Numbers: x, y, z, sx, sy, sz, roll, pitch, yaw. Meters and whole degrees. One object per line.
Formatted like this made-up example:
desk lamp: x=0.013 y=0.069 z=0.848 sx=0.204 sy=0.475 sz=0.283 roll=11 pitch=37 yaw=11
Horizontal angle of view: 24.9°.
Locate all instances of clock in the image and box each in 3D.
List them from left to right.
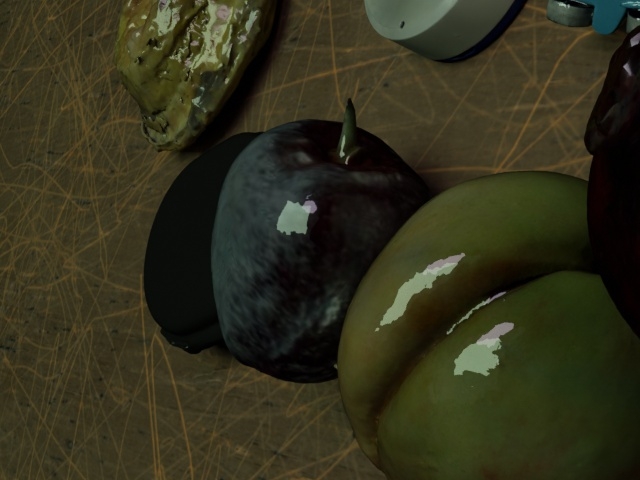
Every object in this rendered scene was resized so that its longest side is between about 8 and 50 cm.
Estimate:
clock: x=0.139 y=-0.307 z=1.535 sx=0.230 sy=0.083 sz=0.230 roll=-31 pitch=51 yaw=48

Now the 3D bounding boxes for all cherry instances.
cherry: x=0.000 y=0.000 z=1.452 sx=0.255 sy=0.218 sz=0.296 roll=45 pitch=118 yaw=50

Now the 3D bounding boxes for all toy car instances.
toy car: x=0.282 y=-0.249 z=1.287 sx=0.161 sy=0.098 sz=0.126 roll=20 pitch=121 yaw=32

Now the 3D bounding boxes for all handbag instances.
handbag: x=-0.108 y=0.005 z=1.744 sx=0.308 sy=0.093 sz=0.253 roll=-25 pitch=55 yaw=50

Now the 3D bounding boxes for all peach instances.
peach: x=0.154 y=0.096 z=1.139 sx=0.292 sy=0.247 sz=0.292 roll=3 pitch=94 yaw=46

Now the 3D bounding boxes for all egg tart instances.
egg tart: x=-0.189 y=-0.293 z=1.988 sx=0.352 sy=0.150 sz=0.352 roll=-40 pitch=39 yaw=44

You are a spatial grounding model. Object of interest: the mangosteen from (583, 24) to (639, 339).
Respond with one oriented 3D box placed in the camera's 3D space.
mangosteen: x=0.341 y=-0.026 z=0.908 sx=0.306 sy=0.360 sz=0.306 roll=-63 pitch=-3 yaw=-5
